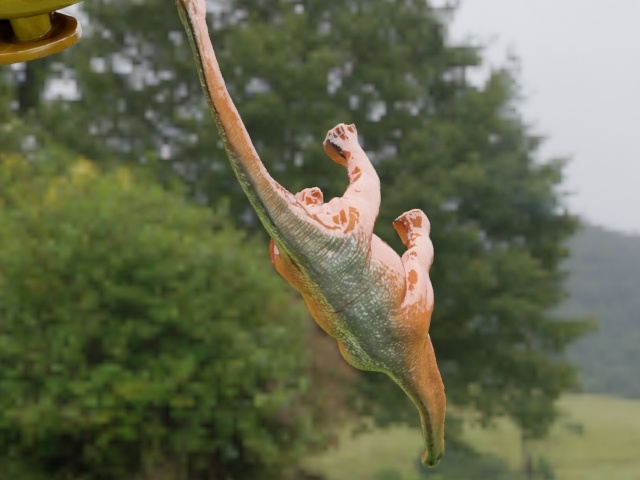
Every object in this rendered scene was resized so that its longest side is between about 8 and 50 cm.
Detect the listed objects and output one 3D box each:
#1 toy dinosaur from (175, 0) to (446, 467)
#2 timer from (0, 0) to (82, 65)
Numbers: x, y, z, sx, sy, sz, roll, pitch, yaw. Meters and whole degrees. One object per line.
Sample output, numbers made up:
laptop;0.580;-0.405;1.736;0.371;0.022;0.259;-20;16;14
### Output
toy dinosaur;0.006;-0.003;0.741;0.055;0.101;0.279;-24;-58;15
timer;-0.121;-0.139;0.717;0.107;0.107;0.109;-9;-53;6
